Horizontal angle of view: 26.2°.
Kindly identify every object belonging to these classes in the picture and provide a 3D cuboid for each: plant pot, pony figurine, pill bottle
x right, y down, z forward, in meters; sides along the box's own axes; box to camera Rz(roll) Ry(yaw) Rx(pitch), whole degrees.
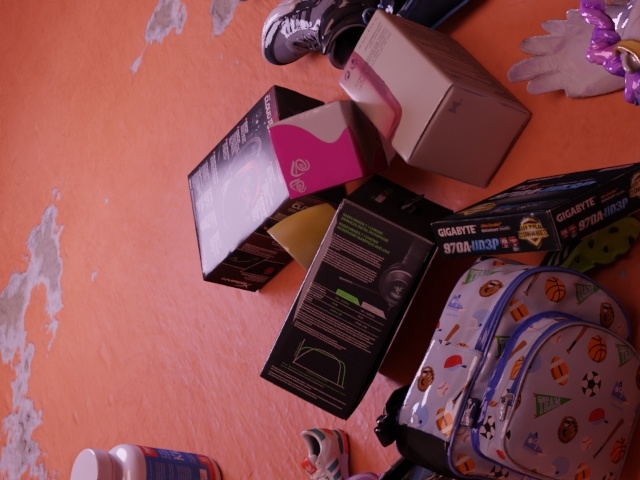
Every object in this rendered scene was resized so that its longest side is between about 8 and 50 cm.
[{"bbox_3d":[0.000,0.000,2.057,0.095,0.134,0.134,-46,38,-2],"label":"plant pot"},{"bbox_3d":[0.342,-0.319,1.597,0.351,0.303,0.364,10,71,48],"label":"pony figurine"},{"bbox_3d":[-0.281,0.392,2.202,0.124,0.221,0.124,-24,59,48],"label":"pill bottle"}]

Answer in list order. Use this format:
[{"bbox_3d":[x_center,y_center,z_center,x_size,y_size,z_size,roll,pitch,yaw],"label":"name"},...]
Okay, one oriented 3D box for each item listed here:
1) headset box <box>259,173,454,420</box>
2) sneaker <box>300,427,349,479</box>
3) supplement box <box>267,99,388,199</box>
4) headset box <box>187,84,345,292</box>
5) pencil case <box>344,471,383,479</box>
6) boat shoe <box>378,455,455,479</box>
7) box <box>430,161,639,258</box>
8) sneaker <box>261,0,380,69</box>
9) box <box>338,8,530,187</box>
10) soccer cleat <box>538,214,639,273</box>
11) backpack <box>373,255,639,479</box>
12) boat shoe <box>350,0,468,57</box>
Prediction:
[{"bbox_3d":[0.058,0.058,1.828,0.283,0.131,0.246,-65,-7,13],"label":"headset box"},{"bbox_3d":[0.006,0.339,1.950,0.057,0.075,0.161,-39,48,40],"label":"sneaker"},{"bbox_3d":[0.015,-0.132,1.952,0.113,0.220,0.111,-17,92,12],"label":"supplement box"},{"bbox_3d":[-0.082,-0.088,2.199,0.293,0.110,0.218,-43,46,38],"label":"headset box"},{"bbox_3d":[0.087,0.398,1.813,0.088,0.086,0.206,-31,45,-5],"label":"pencil case"},{"bbox_3d":[0.152,0.269,1.758,0.228,0.076,0.080,-45,44,24],"label":"boat shoe"},{"bbox_3d":[0.265,-0.034,1.633,0.220,0.175,0.051,-6,105,58],"label":"box"},{"bbox_3d":[0.000,-0.322,2.178,0.268,0.101,0.153,-35,48,40],"label":"sneaker"},{"bbox_3d":[0.151,-0.196,1.883,0.127,0.148,0.232,-60,37,21],"label":"box"},{"bbox_3d":[0.313,0.013,1.664,0.179,0.060,0.072,-44,29,35],"label":"soccer cleat"},{"bbox_3d":[0.234,0.155,1.557,0.213,0.276,0.264,1,72,49],"label":"backpack"},{"bbox_3d":[0.129,-0.344,2.003,0.258,0.089,0.109,-39,17,30],"label":"boat shoe"}]
